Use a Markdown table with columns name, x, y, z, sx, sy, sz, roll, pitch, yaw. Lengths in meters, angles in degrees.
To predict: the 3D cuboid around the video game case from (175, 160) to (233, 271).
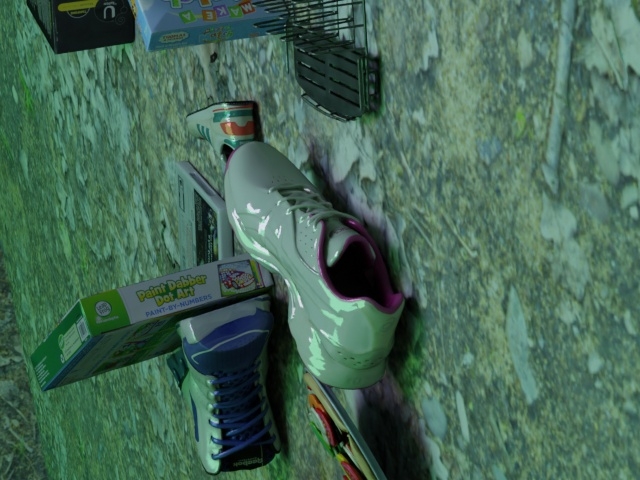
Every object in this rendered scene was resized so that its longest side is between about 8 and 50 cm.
| name | x | y | z | sx | sy | sz | roll | pitch | yaw |
| --- | --- | --- | --- | --- | --- | --- | --- | --- | --- |
| video game case | -0.154 | 0.010 | 2.206 | 0.173 | 0.022 | 0.190 | -134 | 39 | -56 |

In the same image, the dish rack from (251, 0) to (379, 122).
| name | x | y | z | sx | sy | sz | roll | pitch | yaw |
| --- | --- | --- | --- | --- | --- | --- | --- | --- | --- |
| dish rack | -0.016 | -0.254 | 1.628 | 0.208 | 0.074 | 0.272 | -142 | 45 | -61 |

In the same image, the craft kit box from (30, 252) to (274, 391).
| name | x | y | z | sx | sy | sz | roll | pitch | yaw |
| --- | --- | --- | --- | --- | --- | --- | --- | --- | --- |
| craft kit box | -0.213 | 0.102 | 2.051 | 0.250 | 0.246 | 0.061 | -40 | 66 | 59 |

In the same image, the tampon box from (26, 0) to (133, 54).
| name | x | y | z | sx | sy | sz | roll | pitch | yaw |
| --- | --- | --- | --- | --- | --- | --- | --- | --- | --- |
| tampon box | -0.350 | -0.357 | 2.379 | 0.161 | 0.120 | 0.101 | -125 | 30 | -46 |

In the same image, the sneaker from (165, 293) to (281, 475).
| name | x | y | z | sx | sy | sz | roll | pitch | yaw |
| --- | --- | --- | --- | --- | --- | --- | --- | --- | --- |
| sneaker | -0.102 | 0.189 | 2.049 | 0.315 | 0.127 | 0.182 | 118 | 133 | -70 |

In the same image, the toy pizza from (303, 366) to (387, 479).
| name | x | y | z | sx | sy | sz | roll | pitch | yaw |
| --- | --- | --- | --- | --- | --- | --- | --- | --- | --- |
| toy pizza | 0.028 | 0.224 | 1.725 | 0.201 | 0.032 | 0.201 | 58 | 174 | 10 |

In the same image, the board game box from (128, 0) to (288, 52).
| name | x | y | z | sx | sy | sz | roll | pitch | yaw |
| --- | --- | --- | --- | --- | --- | --- | --- | --- | --- |
| board game box | -0.144 | -0.307 | 1.811 | 0.039 | 0.160 | 0.211 | 113 | 140 | -55 |

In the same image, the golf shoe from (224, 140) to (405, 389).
| name | x | y | z | sx | sy | sz | roll | pitch | yaw |
| --- | --- | --- | --- | --- | --- | --- | --- | --- | --- |
| golf shoe | 0.000 | 0.000 | 1.699 | 0.306 | 0.115 | 0.140 | 59 | 144 | 26 |

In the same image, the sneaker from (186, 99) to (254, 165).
| name | x | y | z | sx | sy | sz | roll | pitch | yaw |
| --- | --- | --- | --- | --- | --- | --- | --- | --- | --- |
| sneaker | -0.120 | -0.123 | 1.993 | 0.161 | 0.057 | 0.075 | 167 | 97 | -67 |
